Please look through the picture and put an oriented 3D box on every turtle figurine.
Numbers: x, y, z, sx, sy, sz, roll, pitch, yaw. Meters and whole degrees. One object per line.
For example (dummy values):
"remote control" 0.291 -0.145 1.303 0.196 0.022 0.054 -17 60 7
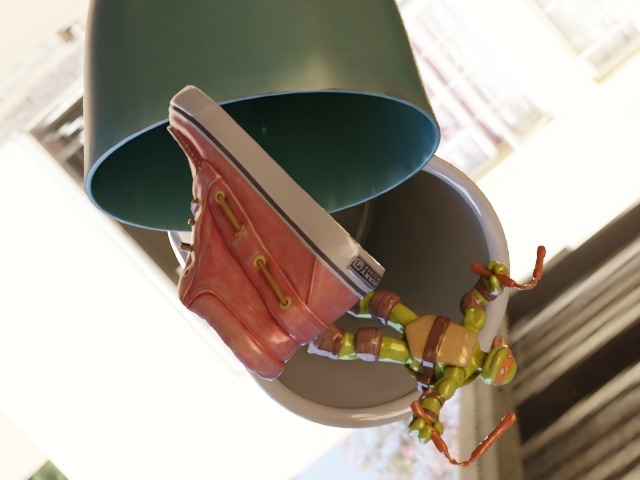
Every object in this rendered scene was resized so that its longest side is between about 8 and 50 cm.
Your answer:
"turtle figurine" 0.111 0.092 1.324 0.087 0.217 0.270 91 21 -57

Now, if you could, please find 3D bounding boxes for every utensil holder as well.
"utensil holder" 0.000 0.000 1.603 0.327 0.327 0.385 -42 -154 -2

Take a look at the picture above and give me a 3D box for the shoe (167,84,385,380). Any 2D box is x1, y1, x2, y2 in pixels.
"shoe" -0.048 -0.008 0.664 0.081 0.063 0.178 -45 -131 1

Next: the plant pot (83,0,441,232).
"plant pot" -0.065 -0.166 1.111 0.293 0.235 0.293 -10 162 -3
